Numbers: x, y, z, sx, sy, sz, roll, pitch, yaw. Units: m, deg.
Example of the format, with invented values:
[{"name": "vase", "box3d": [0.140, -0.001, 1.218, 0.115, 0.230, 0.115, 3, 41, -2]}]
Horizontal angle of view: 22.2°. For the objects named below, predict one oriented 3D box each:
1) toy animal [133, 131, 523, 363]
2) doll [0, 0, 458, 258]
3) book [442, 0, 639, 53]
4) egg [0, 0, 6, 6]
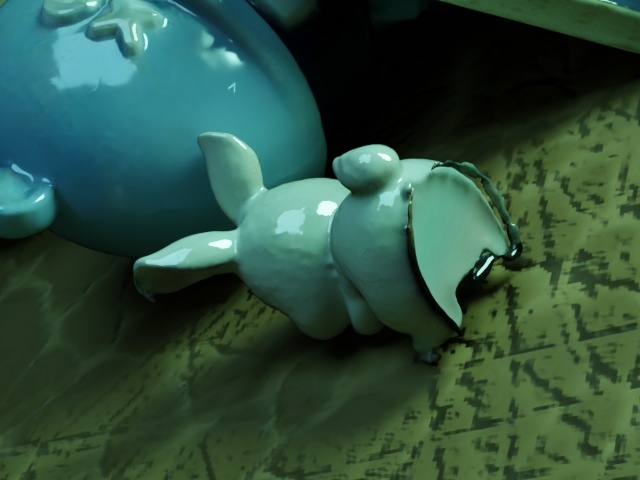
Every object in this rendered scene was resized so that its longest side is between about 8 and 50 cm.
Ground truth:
[{"name": "toy animal", "box3d": [0.004, 0.004, 0.627, 0.124, 0.085, 0.071, -5, 55, 44]}, {"name": "doll", "box3d": [-0.047, -0.098, 0.762, 0.177, 0.141, 0.314, 22, 50, 27]}, {"name": "book", "box3d": [0.066, -0.177, 0.769, 0.191, 0.025, 0.269, 14, 34, -7]}, {"name": "egg", "box3d": [-0.195, -0.113, 0.880, 0.242, 0.186, 0.186, -47, 25, 18]}]
